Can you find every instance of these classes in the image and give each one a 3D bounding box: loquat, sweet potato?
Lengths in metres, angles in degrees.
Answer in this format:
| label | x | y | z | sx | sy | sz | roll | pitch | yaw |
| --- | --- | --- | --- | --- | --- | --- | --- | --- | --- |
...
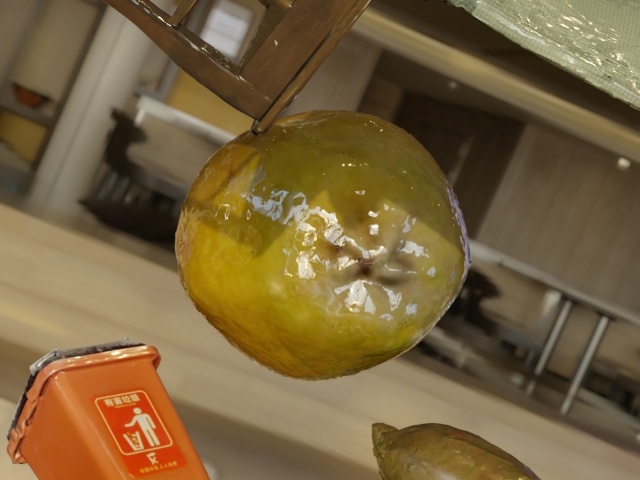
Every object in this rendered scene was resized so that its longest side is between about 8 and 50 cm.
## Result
| label | x | y | z | sx | sy | sz | roll | pitch | yaw |
| --- | --- | --- | --- | --- | --- | --- | --- | --- | --- |
| loquat | 0.000 | 0.000 | 1.353 | 0.276 | 0.276 | 0.284 | 23 | -4 | -22 |
| sweet potato | 0.208 | 0.301 | 1.412 | 0.422 | 0.130 | 0.130 | 30 | 6 | 40 |

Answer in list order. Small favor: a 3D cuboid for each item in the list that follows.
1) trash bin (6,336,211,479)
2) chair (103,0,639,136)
| label | x | y | z | sx | sy | sz | roll | pitch | yaw |
| --- | --- | --- | --- | --- | --- | --- | --- | --- | --- |
| trash bin | -0.228 | 0.249 | 1.522 | 0.161 | 0.184 | 0.239 | -7 | 49 | -41 |
| chair | 0.032 | -0.151 | 0.814 | 0.319 | 0.186 | 0.160 | 35 | 32 | -12 |
